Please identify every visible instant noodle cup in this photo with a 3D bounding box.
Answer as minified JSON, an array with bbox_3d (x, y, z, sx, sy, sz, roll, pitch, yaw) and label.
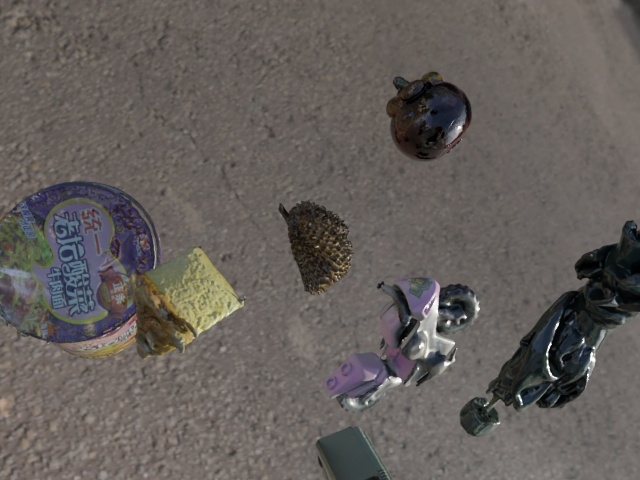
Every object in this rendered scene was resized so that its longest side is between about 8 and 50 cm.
[{"bbox_3d":[-0.482,0.085,1.740,0.339,0.266,0.340,2,67,-5],"label":"instant noodle cup"}]

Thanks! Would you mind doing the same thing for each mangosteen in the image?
[{"bbox_3d":[0.156,-0.191,1.285,0.140,0.140,0.140,23,58,-43],"label":"mangosteen"}]

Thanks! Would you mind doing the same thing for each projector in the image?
[{"bbox_3d":[0.082,0.473,1.481,0.099,0.192,0.257,-20,120,-11],"label":"projector"}]

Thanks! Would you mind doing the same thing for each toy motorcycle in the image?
[{"bbox_3d":[0.133,0.180,1.552,0.188,0.327,0.143,40,12,-40],"label":"toy motorcycle"}]

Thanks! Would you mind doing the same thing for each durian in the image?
[{"bbox_3d":[0.001,-0.002,1.016,0.110,0.071,0.140,-93,159,-46],"label":"durian"}]

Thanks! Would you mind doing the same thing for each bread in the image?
[{"bbox_3d":[-0.208,0.101,1.244,0.147,0.152,0.127,-33,82,-38],"label":"bread"}]

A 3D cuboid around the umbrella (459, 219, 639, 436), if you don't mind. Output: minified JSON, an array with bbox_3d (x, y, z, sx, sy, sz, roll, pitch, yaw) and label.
[{"bbox_3d":[0.285,0.122,0.982,0.143,0.349,0.094,18,35,-33],"label":"umbrella"}]
